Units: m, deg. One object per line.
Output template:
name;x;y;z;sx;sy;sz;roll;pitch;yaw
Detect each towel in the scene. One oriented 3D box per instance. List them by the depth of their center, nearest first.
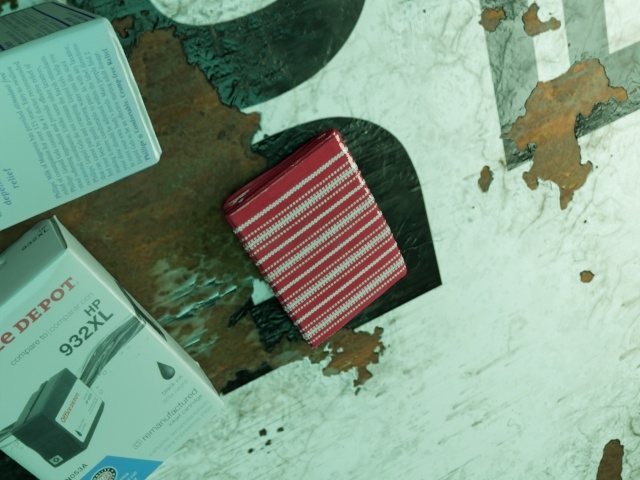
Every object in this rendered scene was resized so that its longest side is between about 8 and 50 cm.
towel;0.000;0.000;1.205;0.199;0.031;0.275;-38;123;-13

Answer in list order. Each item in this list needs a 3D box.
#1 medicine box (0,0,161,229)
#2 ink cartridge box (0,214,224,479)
medicine box;-0.345;-0.117;0.846;0.289;0.263;0.149;-26;118;-16
ink cartridge box;-0.305;0.162;1.048;0.223;0.129;0.307;-42;121;-7
